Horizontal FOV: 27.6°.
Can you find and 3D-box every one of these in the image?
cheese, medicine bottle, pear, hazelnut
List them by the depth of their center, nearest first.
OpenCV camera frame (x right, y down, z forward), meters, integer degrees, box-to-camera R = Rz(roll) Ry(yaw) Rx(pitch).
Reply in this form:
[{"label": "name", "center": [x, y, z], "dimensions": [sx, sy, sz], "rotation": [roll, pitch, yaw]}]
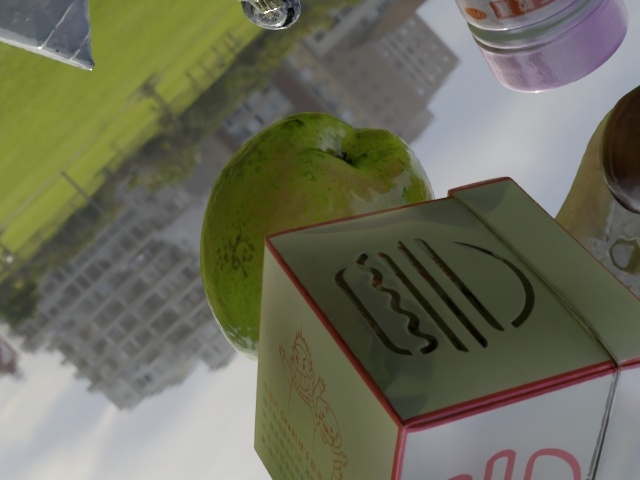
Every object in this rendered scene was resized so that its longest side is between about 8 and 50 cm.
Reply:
[{"label": "medicine bottle", "center": [0.253, -0.366, 1.655], "dimensions": [0.202, 0.316, 0.202], "rotation": [-21, -141, 18]}, {"label": "hazelnut", "center": [0.500, -0.134, 1.754], "dimensions": [0.251, 0.217, 0.217], "rotation": [-19, -167, 9]}, {"label": "pear", "center": [0.000, 0.000, 1.886], "dimensions": [0.391, 0.391, 0.391], "rotation": [-43, -172, 7]}, {"label": "cheese", "center": [0.511, -0.021, 1.974], "dimensions": [0.351, 0.328, 0.129], "rotation": [-64, -155, -3]}]

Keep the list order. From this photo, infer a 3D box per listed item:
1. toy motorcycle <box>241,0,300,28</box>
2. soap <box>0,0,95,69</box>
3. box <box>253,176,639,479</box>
[{"label": "toy motorcycle", "center": [-0.069, -0.449, 1.934], "dimensions": [0.340, 0.223, 0.108], "rotation": [-39, -149, 49]}, {"label": "soap", "center": [-0.283, -0.325, 1.225], "dimensions": [0.258, 0.159, 0.302], "rotation": [-54, 154, 12]}, {"label": "box", "center": [0.126, 0.162, 1.301], "dimensions": [0.300, 0.312, 0.314], "rotation": [-13, -141, -23]}]
